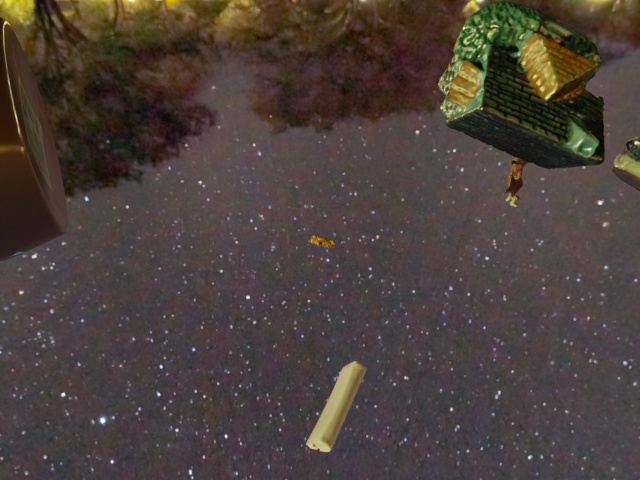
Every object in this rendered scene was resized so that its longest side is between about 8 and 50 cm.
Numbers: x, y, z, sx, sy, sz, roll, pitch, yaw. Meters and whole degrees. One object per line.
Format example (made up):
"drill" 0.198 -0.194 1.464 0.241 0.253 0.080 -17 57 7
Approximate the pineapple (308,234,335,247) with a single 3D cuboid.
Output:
"pineapple" 0.000 0.000 0.948 0.045 0.019 0.083 9 -173 -25

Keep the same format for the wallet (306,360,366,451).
"wallet" 0.022 0.229 0.590 0.025 0.061 0.122 37 -125 -7

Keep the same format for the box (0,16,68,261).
"box" -0.418 -0.105 0.451 0.216 0.301 0.301 -15 -146 -24

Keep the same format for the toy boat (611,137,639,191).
"toy boat" 0.592 -0.135 0.723 0.114 0.115 0.262 37 -157 -1

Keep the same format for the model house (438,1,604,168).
"model house" 0.357 -0.251 0.728 0.261 0.226 0.241 19 -145 -7

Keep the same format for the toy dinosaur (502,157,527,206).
"toy dinosaur" 0.404 -0.126 0.879 0.032 0.108 0.220 13 -147 26
